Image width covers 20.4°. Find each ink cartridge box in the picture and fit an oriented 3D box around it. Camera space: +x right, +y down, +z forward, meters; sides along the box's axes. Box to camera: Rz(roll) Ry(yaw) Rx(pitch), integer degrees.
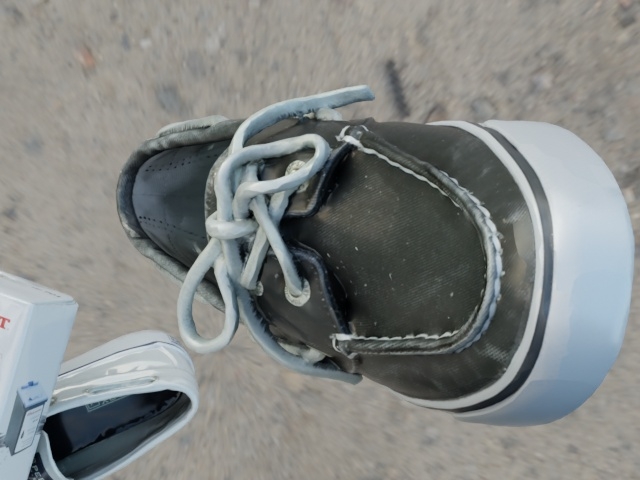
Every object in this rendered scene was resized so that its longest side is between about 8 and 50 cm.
[{"bbox_3d":[-0.276,0.113,1.300,0.140,0.082,0.190,18,95,18],"label":"ink cartridge box"}]

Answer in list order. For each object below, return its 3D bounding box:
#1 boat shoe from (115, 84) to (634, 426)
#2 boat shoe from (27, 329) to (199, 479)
[{"bbox_3d":[0.000,-0.004,0.670,0.105,0.306,0.113,4,101,-24],"label":"boat shoe"},{"bbox_3d":[-0.216,0.162,1.372,0.268,0.088,0.096,-22,117,-6],"label":"boat shoe"}]
